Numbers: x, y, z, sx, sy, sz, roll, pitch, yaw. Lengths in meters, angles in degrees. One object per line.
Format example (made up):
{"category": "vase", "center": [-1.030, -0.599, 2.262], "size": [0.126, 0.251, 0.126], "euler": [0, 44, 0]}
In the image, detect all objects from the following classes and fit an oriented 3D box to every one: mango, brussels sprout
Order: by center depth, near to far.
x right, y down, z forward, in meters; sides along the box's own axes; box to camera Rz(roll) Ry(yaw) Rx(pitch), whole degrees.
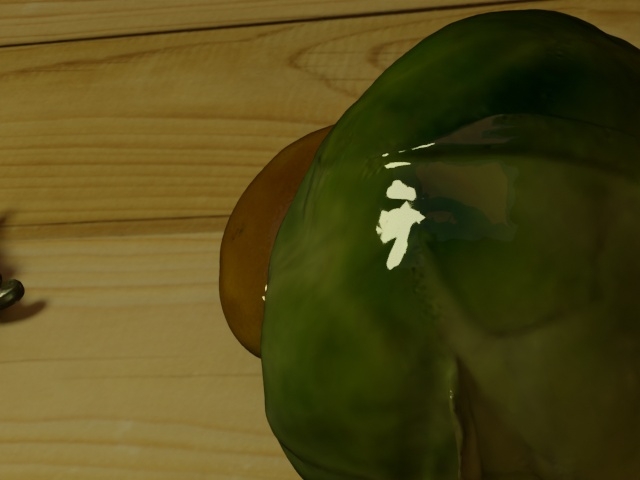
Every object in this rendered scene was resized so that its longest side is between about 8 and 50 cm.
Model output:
{"category": "brussels sprout", "center": [0.154, 0.021, 1.123], "size": [0.342, 0.361, 0.425], "euler": [16, 51, 41]}
{"category": "mango", "center": [-0.003, -0.004, 1.394], "size": [0.175, 0.139, 0.254], "euler": [18, 56, 45]}

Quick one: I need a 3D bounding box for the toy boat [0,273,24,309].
{"category": "toy boat", "center": [-0.348, 0.011, 1.558], "size": [0.077, 0.075, 0.185], "euler": [-26, 41, 3]}
